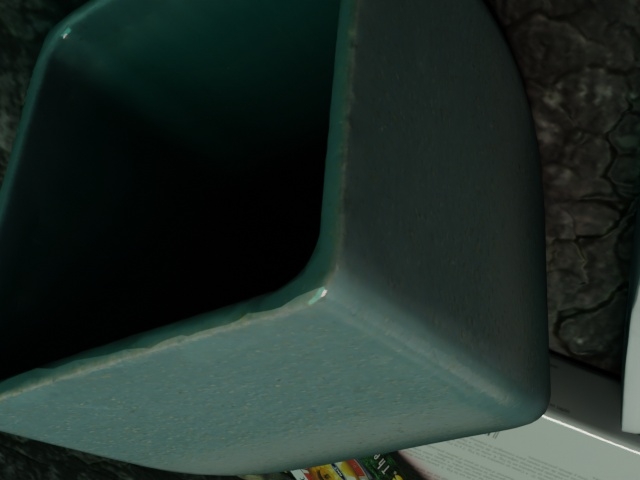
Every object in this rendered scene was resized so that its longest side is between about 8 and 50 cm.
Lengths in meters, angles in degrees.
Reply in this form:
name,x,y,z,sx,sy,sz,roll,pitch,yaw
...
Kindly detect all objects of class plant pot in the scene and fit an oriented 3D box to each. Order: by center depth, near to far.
name,x,y,z,sx,sy,sz,roll,pitch,yaw
plant pot,0.000,0.000,0.568,0.247,0.248,0.252,-20,141,36

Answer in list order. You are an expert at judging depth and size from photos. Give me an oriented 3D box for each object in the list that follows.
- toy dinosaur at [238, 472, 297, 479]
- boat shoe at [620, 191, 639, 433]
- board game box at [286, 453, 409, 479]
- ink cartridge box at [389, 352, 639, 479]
name,x,y,z,sx,sy,sz,roll,pitch,yaw
toy dinosaur,-0.094,0.093,0.735,0.268,0.064,0.118,45,170,28
boat shoe,0.221,0.025,0.606,0.084,0.095,0.258,4,143,14
board game box,0.001,0.172,0.800,0.260,0.030,0.136,52,144,-2
ink cartridge box,0.159,0.186,0.794,0.275,0.060,0.239,21,137,5
